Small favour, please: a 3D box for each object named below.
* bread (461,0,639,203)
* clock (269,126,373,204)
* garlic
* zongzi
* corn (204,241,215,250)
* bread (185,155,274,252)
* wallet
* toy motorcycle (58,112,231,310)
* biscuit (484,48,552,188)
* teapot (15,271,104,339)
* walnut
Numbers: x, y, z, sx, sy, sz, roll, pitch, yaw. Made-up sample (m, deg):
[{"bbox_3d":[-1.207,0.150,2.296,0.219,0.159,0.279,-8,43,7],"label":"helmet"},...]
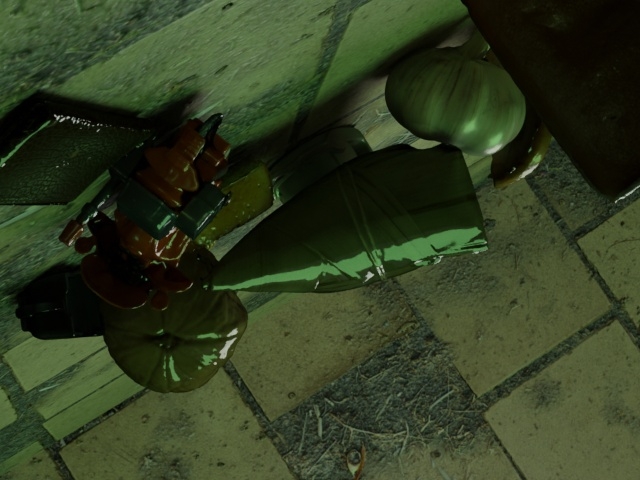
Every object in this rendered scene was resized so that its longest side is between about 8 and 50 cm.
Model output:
[{"bbox_3d":[0.359,-0.262,1.548,0.143,0.333,0.323,-21,163,-51],"label":"bread"},{"bbox_3d":[-0.011,-0.104,2.052,0.151,0.062,0.191,-35,172,18],"label":"clock"},{"bbox_3d":[0.203,-0.232,1.862,0.226,0.199,0.199,-67,162,14],"label":"garlic"},{"bbox_3d":[0.000,0.000,1.979,0.418,0.181,0.447,-19,178,-13],"label":"zongzi"},{"bbox_3d":[-0.182,0.004,2.134,0.037,0.037,0.092,-28,172,-30],"label":"corn"},{"bbox_3d":[-0.143,-0.042,1.801,0.187,0.065,0.103,-32,-158,-23],"label":"bread"},{"bbox_3d":[-0.251,-0.080,1.308,0.133,0.039,0.243,-41,171,12],"label":"wallet"},{"bbox_3d":[-0.183,-0.032,1.564,0.221,0.148,0.325,-54,179,-12],"label":"toy motorcycle"},{"bbox_3d":[0.285,-0.211,1.991,0.045,0.299,0.154,18,140,-18],"label":"biscuit"},{"bbox_3d":[-0.355,0.091,1.847,0.096,0.087,0.177,-9,176,10],"label":"teapot"},{"bbox_3d":[-0.212,0.104,1.975,0.228,0.228,0.228,-32,173,-5],"label":"walnut"}]
